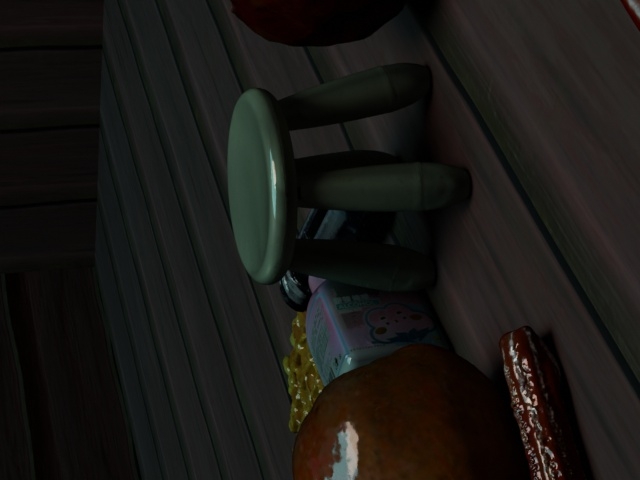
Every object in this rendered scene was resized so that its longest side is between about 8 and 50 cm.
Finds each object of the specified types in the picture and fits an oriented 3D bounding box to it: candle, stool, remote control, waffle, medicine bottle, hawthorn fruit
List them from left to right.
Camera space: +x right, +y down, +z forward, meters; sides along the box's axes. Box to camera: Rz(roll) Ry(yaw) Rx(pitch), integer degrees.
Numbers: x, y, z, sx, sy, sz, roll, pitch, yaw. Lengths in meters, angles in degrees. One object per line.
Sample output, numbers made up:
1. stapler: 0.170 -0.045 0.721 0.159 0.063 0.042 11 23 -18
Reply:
1. waffle: -0.002 0.192 1.814 0.219 0.057 0.229 105 157 -46
2. remote control: 0.000 0.000 1.669 0.266 0.066 0.090 127 150 -51
3. stool: 0.019 -0.058 1.440 0.195 0.198 0.195 109 151 -49
4. medicine bottle: 0.050 0.092 1.500 0.188 0.119 0.094 -114 27 -49
5. hawthorn fruit: 0.099 0.227 1.261 0.262 0.210 0.210 53 148 32
6. candle: 0.201 0.219 1.151 0.051 0.048 0.329 -27 61 28

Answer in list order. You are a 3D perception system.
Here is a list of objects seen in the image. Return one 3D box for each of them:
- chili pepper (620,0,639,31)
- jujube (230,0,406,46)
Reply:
1. chili pepper: 0.207 -0.232 0.911 0.110 0.110 0.388 116 145 -60
2. jujube: -0.011 -0.384 1.381 0.276 0.276 0.377 -120 18 -56
